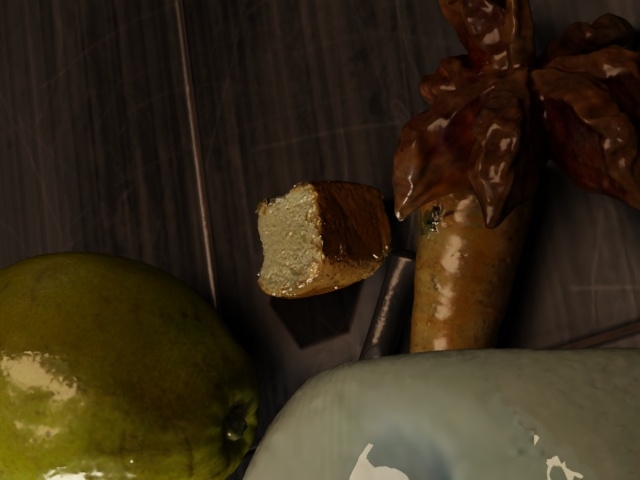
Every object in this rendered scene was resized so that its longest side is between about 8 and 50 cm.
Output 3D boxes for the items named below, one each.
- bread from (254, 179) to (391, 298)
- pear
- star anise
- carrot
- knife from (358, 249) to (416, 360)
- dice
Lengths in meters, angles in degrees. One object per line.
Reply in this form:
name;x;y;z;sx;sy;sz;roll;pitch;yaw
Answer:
bread;0.001;0.002;1.150;0.083;0.070;0.077;-26;64;50
pear;-0.172;0.110;1.201;0.269;0.212;0.212;14;92;23
star anise;0.127;-0.085;0.991;0.212;0.111;0.196;32;77;25
carrot;0.090;0.081;1.069;0.078;0.078;0.298;6;91;42
knife;0.041;0.120;1.136;0.060;0.028;0.230;22;99;29
dice;0.125;0.199;0.877;0.264;0.268;0.262;-10;76;41
